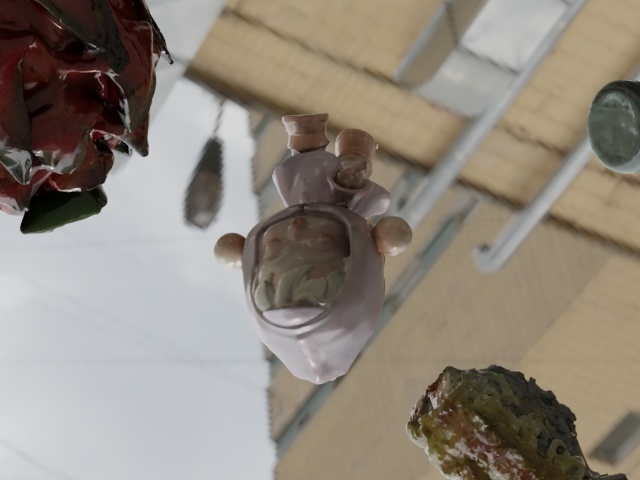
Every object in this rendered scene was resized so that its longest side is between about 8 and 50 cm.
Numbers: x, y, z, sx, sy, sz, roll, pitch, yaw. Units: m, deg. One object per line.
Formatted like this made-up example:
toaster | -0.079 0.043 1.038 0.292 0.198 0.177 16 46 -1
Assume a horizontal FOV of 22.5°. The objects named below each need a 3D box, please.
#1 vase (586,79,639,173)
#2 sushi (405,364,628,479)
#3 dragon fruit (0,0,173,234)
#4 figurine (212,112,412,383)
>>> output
vase | 0.323 -0.103 1.327 0.219 0.096 0.096 -9 -127 -33
sushi | 0.251 0.275 2.116 0.274 0.139 0.184 43 -154 9
dragon fruit | -0.220 -0.145 1.014 0.234 0.234 0.293 -77 -34 -55
figurine | 0.000 0.001 1.562 0.133 0.200 0.276 60 -149 -52
